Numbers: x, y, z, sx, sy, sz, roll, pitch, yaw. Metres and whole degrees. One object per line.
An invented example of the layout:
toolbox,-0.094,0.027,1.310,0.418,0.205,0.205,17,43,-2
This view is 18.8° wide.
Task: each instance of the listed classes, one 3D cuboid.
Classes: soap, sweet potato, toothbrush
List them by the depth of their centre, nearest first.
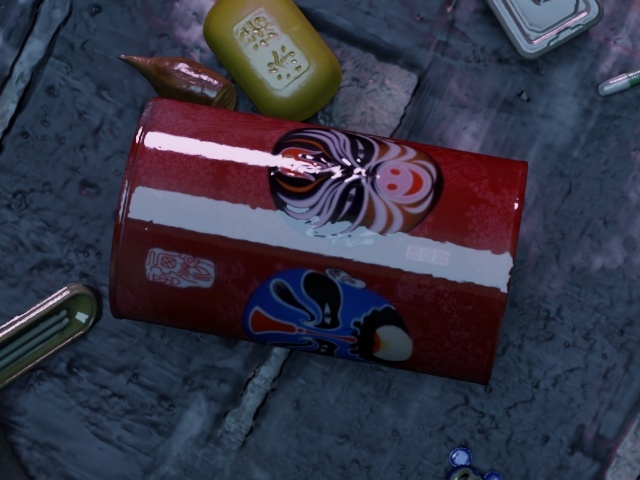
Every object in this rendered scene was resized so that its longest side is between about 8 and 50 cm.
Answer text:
toothbrush,0.373,-0.186,1.768,0.257,0.018,0.024,-23,93,1
soap,-0.045,-0.174,1.774,0.089,0.045,0.140,-38,86,-3
sweet potato,-0.134,-0.147,1.777,0.117,0.049,0.049,24,89,7

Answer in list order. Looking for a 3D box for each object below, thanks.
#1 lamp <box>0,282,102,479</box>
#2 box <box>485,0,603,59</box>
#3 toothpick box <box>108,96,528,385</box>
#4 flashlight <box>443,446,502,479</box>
lamp,-0.207,0.192,1.749,0.203,0.124,0.283,-41,83,-20
box,0.192,-0.229,1.757,0.089,0.062,0.122,-30,85,1
toothpick box,0.000,0.000,1.687,0.333,0.204,0.204,10,88,4
flashlight,0.111,0.248,1.752,0.057,0.035,0.121,38,89,3
